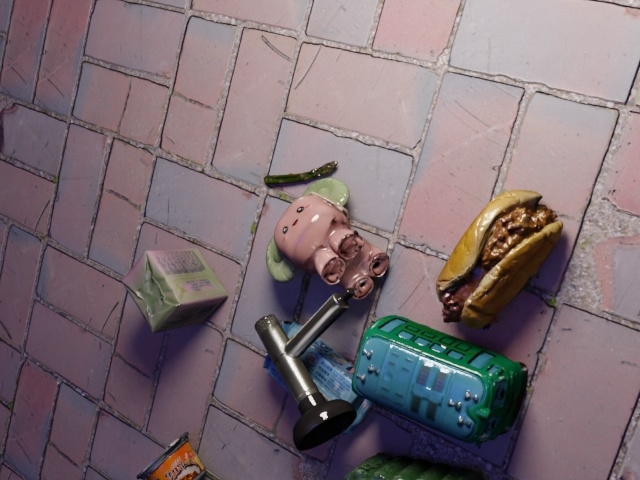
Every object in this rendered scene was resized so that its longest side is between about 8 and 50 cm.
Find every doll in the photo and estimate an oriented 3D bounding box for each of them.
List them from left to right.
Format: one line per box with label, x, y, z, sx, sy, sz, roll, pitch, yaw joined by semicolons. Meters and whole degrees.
doll;0.000;0.000;1.678;0.284;0.216;0.268;-53;39;4

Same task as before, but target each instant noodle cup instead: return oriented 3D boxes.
instant noodle cup;-0.391;0.626;1.930;0.125;0.177;0.208;48;152;7

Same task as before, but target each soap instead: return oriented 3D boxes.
soap;-0.386;0.126;1.891;0.138;0.199;0.182;-46;69;28
soap;-0.005;0.334;1.727;0.293;0.077;0.156;39;109;24

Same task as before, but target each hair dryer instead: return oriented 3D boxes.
hair dryer;-0.016;0.265;1.589;0.284;0.155;0.320;-49;60;43

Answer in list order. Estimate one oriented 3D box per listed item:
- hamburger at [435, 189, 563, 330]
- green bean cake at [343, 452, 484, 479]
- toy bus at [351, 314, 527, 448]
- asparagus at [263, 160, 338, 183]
hamburger;0.358;0.031;1.447;0.282;0.245;0.155;-35;59;-19
green bean cake;0.202;0.646;1.551;0.300;0.169;0.308;-2;91;32
toy bus;0.239;0.292;1.505;0.343;0.199;0.184;17;99;29
asparagus;-0.054;-0.163;1.778;0.235;0.027;0.034;-8;98;32
